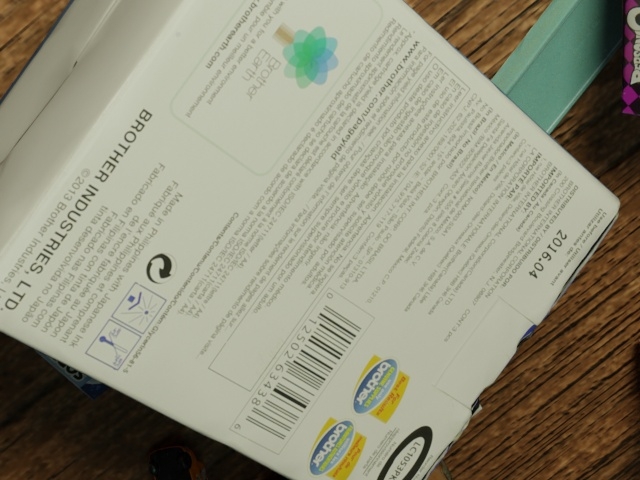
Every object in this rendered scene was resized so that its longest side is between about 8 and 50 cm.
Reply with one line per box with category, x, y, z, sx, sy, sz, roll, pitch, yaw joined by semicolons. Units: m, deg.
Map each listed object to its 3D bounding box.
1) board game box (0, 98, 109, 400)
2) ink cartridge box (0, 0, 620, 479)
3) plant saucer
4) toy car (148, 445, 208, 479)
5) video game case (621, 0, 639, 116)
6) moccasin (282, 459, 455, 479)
board game box;-0.165;0.001;0.756;0.136;0.035;0.201;-38;124;4
ink cartridge box;0.000;0.000;0.716;0.395;0.151;0.270;35;92;-33
plant saucer;0.187;-0.148;0.806;0.067;0.018;0.192;29;105;-31
toy car;-0.133;0.205;0.897;0.122;0.060;0.040;-36;170;23
video game case;0.301;-0.196;0.754;0.232;0.042;0.210;-9;106;-25
moccasin;-0.051;0.295;0.919;0.380;0.139;0.147;-39;116;-6
